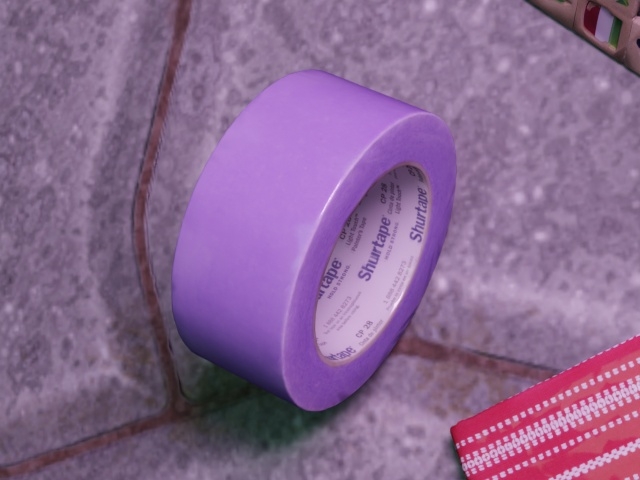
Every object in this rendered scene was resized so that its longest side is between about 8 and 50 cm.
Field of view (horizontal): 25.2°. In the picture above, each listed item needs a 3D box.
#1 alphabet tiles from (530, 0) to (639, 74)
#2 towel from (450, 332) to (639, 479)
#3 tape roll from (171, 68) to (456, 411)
[{"bbox_3d":[0.171,-0.186,0.786,0.198,0.237,0.009,40,65,24],"label":"alphabet tiles"},{"bbox_3d":[0.210,0.193,0.817,0.199,0.031,0.275,-29,73,19],"label":"towel"},{"bbox_3d":[0.000,0.000,0.849,0.080,0.189,0.189,24,94,26],"label":"tape roll"}]
